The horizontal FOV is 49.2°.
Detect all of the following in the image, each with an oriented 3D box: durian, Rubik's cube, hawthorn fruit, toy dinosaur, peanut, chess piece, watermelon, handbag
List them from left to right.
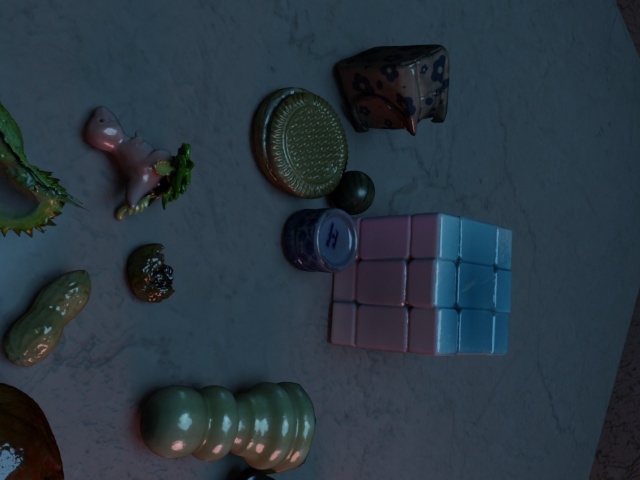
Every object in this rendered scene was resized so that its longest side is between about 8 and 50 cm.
[{"bbox_3d":[-0.518,-0.156,1.035,0.158,0.169,0.352,-44,119,-37],"label":"durian"},{"bbox_3d":[-0.491,0.342,0.999,0.258,0.258,0.261,-38,98,-39],"label":"hawthorn fruit"},{"bbox_3d":[-0.448,0.125,1.161,0.082,0.082,0.187,50,58,-32],"label":"peanut"},{"bbox_3d":[-0.326,-0.142,1.253,0.177,0.152,0.194,7,78,-36],"label":"toy dinosaur"},{"bbox_3d":[-0.189,0.357,1.367,0.330,0.182,0.182,15,79,-39],"label":"chess piece"},{"bbox_3d":[0.078,-0.122,1.684,0.105,0.105,0.133,46,22,-34],"label":"watermelon"},{"bbox_3d":[0.181,-0.363,1.692,0.190,0.251,0.193,-33,121,-33],"label":"handbag"},{"bbox_3d":[0.246,0.110,1.688,0.322,0.319,0.316,11,81,-45],"label":"Rubik's cube"}]

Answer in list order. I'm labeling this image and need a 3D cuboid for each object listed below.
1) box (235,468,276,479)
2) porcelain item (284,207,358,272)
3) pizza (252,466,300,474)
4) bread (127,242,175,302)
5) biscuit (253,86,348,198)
[{"bbox_3d":[-0.135,0.652,1.451,0.290,0.073,0.289,47,65,-33],"label":"box"},{"bbox_3d":[0.000,0.000,1.586,0.147,0.114,0.147,1,89,-47],"label":"porcelain item"},{"bbox_3d":[-0.105,0.480,1.501,0.099,0.100,0.029,-9,90,-29],"label":"pizza"},{"bbox_3d":[-0.317,0.065,1.309,0.082,0.060,0.113,-26,109,-45],"label":"bread"},{"bbox_3d":[-0.039,-0.219,1.577,0.259,0.079,0.259,2,88,-45],"label":"biscuit"}]
